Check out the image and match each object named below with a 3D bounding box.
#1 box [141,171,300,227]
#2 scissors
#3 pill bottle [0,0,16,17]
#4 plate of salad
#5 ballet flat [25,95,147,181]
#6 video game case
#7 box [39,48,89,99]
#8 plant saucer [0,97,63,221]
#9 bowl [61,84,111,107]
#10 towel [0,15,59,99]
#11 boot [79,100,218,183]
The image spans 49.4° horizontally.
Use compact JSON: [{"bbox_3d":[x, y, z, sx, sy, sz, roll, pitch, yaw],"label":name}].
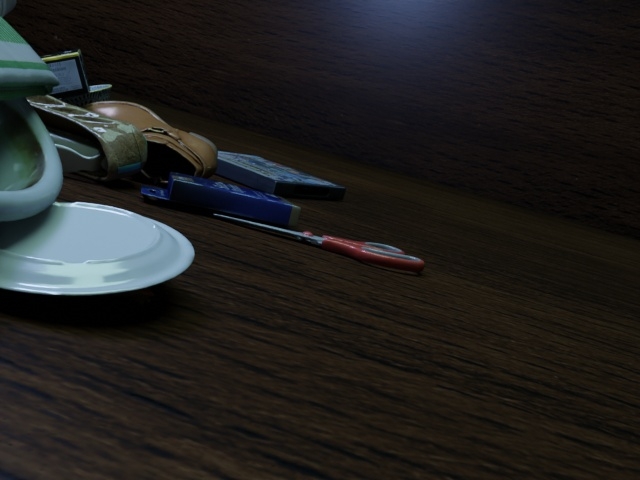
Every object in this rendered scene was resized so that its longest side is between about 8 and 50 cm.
[{"bbox_3d":[-0.152,-0.067,1.045,0.225,0.036,0.136,11,7,-16],"label":"box"},{"bbox_3d":[0.000,0.000,0.972,0.297,0.021,0.109,13,11,-14],"label":"scissors"},{"bbox_3d":[-0.717,-0.409,1.270,0.176,0.176,0.318,18,49,17],"label":"pill bottle"},{"bbox_3d":[-0.205,0.011,0.571,0.200,0.048,0.200,8,19,-3],"label":"plate of salad"},{"bbox_3d":[-0.430,-0.158,1.027,0.343,0.116,0.124,19,30,3],"label":"ballet flat"},{"bbox_3d":[-0.123,-0.144,1.496,0.275,0.035,0.248,22,13,33],"label":"video game case"},{"bbox_3d":[-0.563,-0.291,1.280,0.257,0.079,0.322,-16,20,-13],"label":"box"},{"bbox_3d":[-0.385,-0.137,0.520,0.400,0.100,0.400,45,7,-7],"label":"plant saucer"},{"bbox_3d":[-0.487,-0.252,1.368,0.170,0.080,0.170,-8,19,3],"label":"bowl"},{"bbox_3d":[-0.382,-0.243,0.592,0.325,0.038,0.248,44,7,-12],"label":"towel"},{"bbox_3d":[-0.318,-0.159,1.191,0.284,0.109,0.220,21,14,-6],"label":"boot"}]
